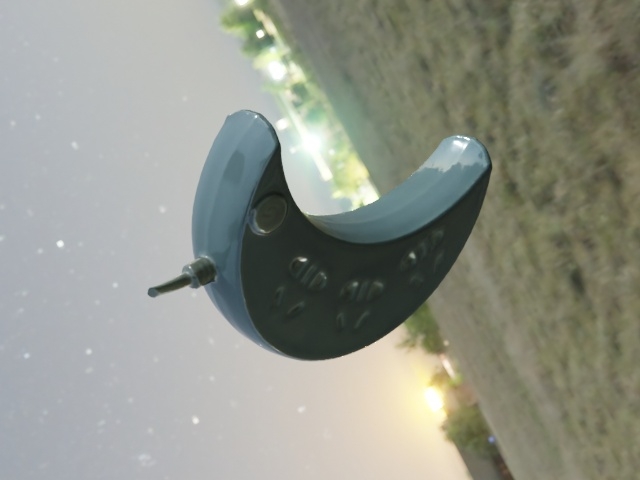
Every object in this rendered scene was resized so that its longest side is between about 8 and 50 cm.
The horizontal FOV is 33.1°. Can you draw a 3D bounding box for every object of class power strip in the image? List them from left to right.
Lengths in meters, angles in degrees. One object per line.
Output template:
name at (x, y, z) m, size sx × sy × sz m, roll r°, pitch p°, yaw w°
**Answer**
power strip at (0.000, 0.000, 0.572) m, size 0.216 × 0.137 × 0.044 m, roll -3°, pitch -152°, yaw -45°
